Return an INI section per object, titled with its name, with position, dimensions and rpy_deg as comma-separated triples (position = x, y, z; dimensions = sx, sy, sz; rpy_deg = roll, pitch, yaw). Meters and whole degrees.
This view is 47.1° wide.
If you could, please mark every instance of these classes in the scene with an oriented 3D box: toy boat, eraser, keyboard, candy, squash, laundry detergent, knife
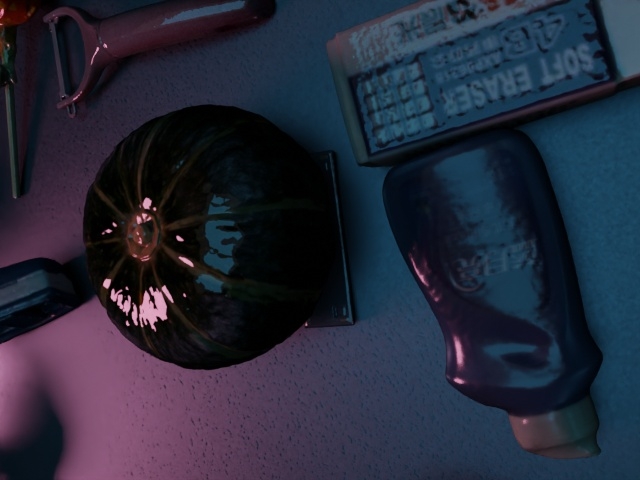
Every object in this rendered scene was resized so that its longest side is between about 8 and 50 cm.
[toy boat]
position = -0.426, 0.098, 0.837
dimensions = 0.299, 0.096, 0.061
rpy_deg = -22, 77, 4
[eraser]
position = 0.154, -0.160, 0.641
dimensions = 0.279, 0.081, 0.124
rpy_deg = -16, 87, 20
[keyboard]
position = -0.001, 0.000, 0.741
dimensions = 0.055, 0.014, 0.176
rpy_deg = -7, 90, 21
[candy]
position = -0.359, -0.191, 0.843
dimensions = 0.084, 0.078, 0.287
rpy_deg = 15, 108, 42
[squash]
position = -0.109, -0.002, 0.701
dimensions = 0.252, 0.165, 0.252
rpy_deg = 1, 91, 34
[laundry detergent]
position = 0.161, 0.055, 0.642
dimensions = 0.143, 0.094, 0.289
rpy_deg = -20, 85, 16
[knife]
position = -0.182, -0.214, 0.780
dimensions = 0.278, 0.053, 0.123
rpy_deg = -9, 95, 21
